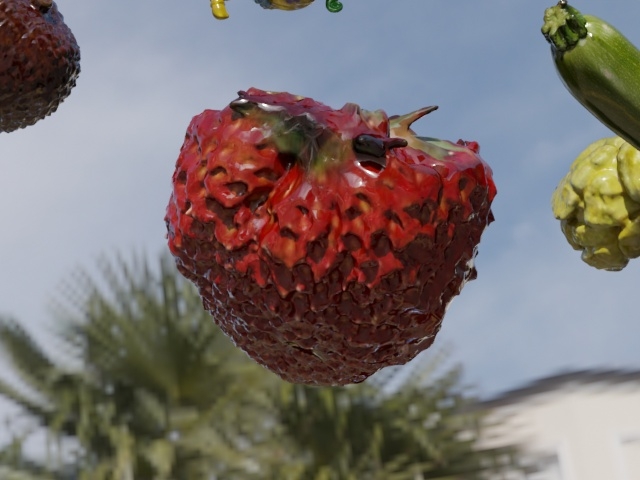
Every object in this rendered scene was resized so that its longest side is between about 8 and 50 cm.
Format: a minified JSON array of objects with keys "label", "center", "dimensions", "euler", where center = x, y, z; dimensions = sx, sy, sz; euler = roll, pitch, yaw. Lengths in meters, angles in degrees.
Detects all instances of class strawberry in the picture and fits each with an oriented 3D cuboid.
[{"label":"strawberry","center":[0.003,0.001,1.540],"dimensions":[0.261,0.258,0.261],"euler":[16,3,-1]}]

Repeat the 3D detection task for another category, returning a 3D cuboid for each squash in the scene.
[{"label":"squash","center":[0.268,-0.105,1.528],"dimensions":[0.258,0.069,0.069],"euler":[33,-44,-20]}]

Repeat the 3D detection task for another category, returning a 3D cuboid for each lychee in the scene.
[{"label":"lychee","center":[-0.359,-0.206,2.103],"dimensions":[0.194,0.194,0.194],"euler":[-7,-27,-3]}]

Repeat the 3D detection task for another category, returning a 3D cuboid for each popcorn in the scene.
[{"label":"popcorn","center":[0.362,-0.050,2.153],"dimensions":[0.195,0.173,0.168],"euler":[-28,-36,-48]}]

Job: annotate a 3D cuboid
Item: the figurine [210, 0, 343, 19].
[{"label":"figurine","center":[-0.041,-0.263,1.946],"dimensions":[0.156,0.115,0.095],"euler":[20,-10,13]}]
